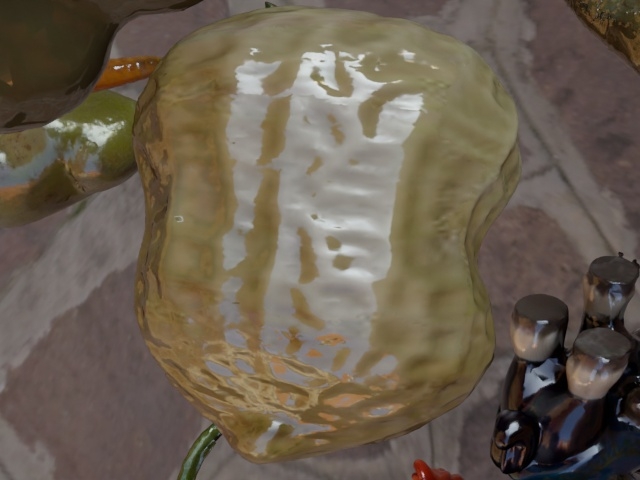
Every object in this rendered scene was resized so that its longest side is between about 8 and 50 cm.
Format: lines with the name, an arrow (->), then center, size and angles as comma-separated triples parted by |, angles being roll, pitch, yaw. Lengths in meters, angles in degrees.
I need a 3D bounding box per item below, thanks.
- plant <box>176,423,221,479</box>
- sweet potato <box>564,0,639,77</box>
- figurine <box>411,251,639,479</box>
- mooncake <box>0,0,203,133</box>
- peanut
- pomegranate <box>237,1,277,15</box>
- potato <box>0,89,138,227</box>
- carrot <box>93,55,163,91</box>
plant -> -0.183, 0.385, 1.778 | 0.251, 0.180, 0.333 | 4, 74, -12
sweet potato -> 0.273, -0.063, 0.838 | 0.124, 0.098, 0.310 | -30, 91, 26
figurine -> 0.208, 0.213, 1.111 | 0.241, 0.306, 0.411 | 23, 98, 25
mooncake -> -0.233, -0.296, 0.912 | 0.467, 0.467, 0.262 | -52, 135, 5
peanut -> 0.000, 0.000, 0.673 | 0.197, 0.110, 0.233 | 5, 90, -5
pomegranate -> -0.025, -0.074, 1.041 | 0.156, 0.156, 0.220 | -19, 86, -1
potato -> -0.387, -0.127, 1.833 | 0.351, 0.218, 0.202 | -10, 86, 7
carrot -> -0.290, -0.180, 1.488 | 0.257, 0.061, 0.061 | -9, 100, -24
